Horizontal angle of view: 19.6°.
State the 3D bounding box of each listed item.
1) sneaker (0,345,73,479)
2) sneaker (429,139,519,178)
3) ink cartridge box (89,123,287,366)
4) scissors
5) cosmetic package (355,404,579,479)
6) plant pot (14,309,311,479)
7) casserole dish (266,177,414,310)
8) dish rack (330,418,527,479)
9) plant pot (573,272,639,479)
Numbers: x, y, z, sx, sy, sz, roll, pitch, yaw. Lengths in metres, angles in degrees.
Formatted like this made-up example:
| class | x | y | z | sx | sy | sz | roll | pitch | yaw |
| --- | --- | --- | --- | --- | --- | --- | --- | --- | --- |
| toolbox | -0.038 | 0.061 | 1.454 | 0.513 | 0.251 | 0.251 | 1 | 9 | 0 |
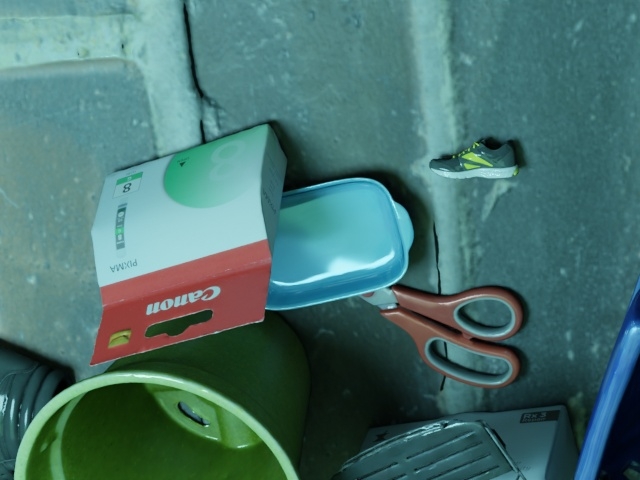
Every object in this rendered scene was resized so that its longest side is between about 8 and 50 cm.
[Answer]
| class | x | y | z | sx | sy | sz | roll | pitch | yaw |
| --- | --- | --- | --- | --- | --- | --- | --- | --- | --- |
| sneaker | -0.330 | 0.245 | 1.940 | 0.147 | 0.104 | 0.295 | 13 | 114 | 13 |
| sneaker | 0.142 | -0.076 | 1.715 | 0.083 | 0.031 | 0.035 | 0 | 102 | 9 |
| ink cartridge box | -0.129 | 0.001 | 1.704 | 0.181 | 0.224 | 0.056 | -16 | 126 | 20 |
| scissors | 0.058 | 0.064 | 1.806 | 0.297 | 0.021 | 0.109 | 16 | 118 | 5 |
| cosmetic package | 0.178 | 0.369 | 1.854 | 0.217 | 0.156 | 0.385 | -11 | 114 | 20 |
| plant pot | -0.121 | 0.184 | 1.777 | 0.276 | 0.254 | 0.276 | 5 | 118 | 10 |
| casserole dish | 0.000 | 0.000 | 1.770 | 0.188 | 0.037 | 0.114 | -13 | 103 | 15 |
| dish rack | 0.132 | 0.297 | 1.701 | 0.208 | 0.074 | 0.271 | -27 | 106 | 24 |
| plant pot | 0.365 | 0.147 | 1.666 | 0.236 | 0.212 | 0.236 | 15 | 118 | 6 |
